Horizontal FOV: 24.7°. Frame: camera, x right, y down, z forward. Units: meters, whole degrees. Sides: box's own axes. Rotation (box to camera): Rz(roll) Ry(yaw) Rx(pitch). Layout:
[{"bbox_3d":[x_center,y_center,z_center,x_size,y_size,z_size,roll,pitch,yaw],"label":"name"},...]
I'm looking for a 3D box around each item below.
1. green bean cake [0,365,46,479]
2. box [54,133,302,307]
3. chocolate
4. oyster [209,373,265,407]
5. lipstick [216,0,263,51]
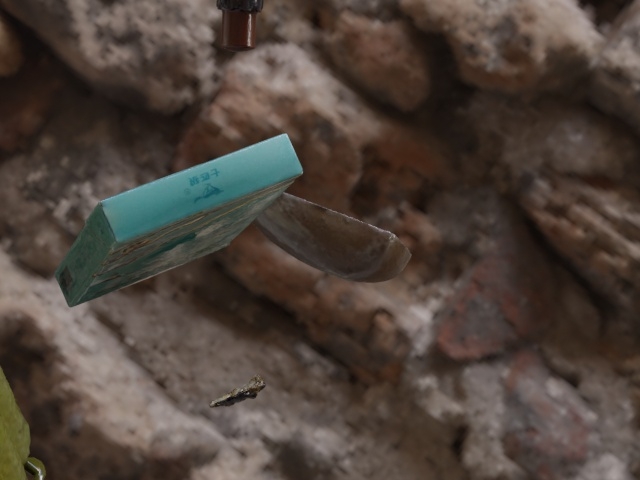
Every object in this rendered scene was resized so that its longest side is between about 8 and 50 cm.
[{"bbox_3d":[-0.346,0.217,1.031,0.310,0.285,0.202,-88,163,-53],"label":"green bean cake"},{"bbox_3d":[-0.121,-0.013,1.191,0.041,0.162,0.229,65,-22,6],"label":"box"},{"bbox_3d":[0.000,0.002,2.120,0.254,0.080,0.157,22,-7,18],"label":"chocolate"},{"bbox_3d":[-0.096,0.185,1.754,0.019,0.083,0.054,58,34,-5],"label":"oyster"},{"bbox_3d":[-0.107,-0.412,2.022,0.081,0.300,0.081,4,6,0],"label":"lipstick"}]
